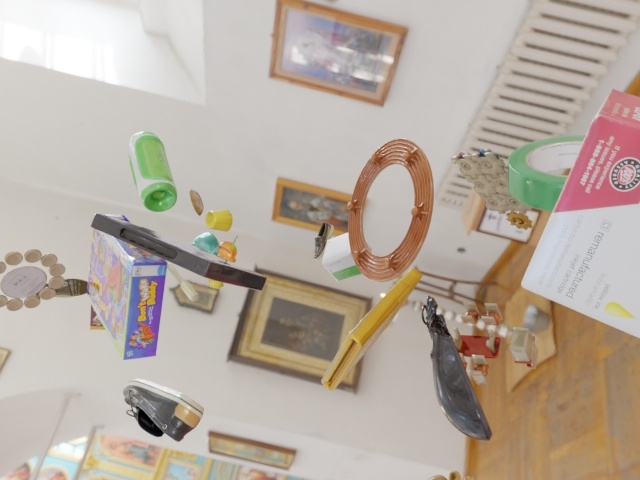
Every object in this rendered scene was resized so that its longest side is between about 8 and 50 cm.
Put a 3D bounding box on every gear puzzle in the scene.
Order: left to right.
[{"bbox_3d":[0.543,-0.149,1.700,0.044,0.339,0.175,-53,27,-19],"label":"gear puzzle"}]

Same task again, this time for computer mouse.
[{"bbox_3d":[0.245,0.258,1.098,0.188,0.072,0.272,56,-166,-54],"label":"computer mouse"}]

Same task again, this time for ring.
[{"bbox_3d":[0.146,-0.072,1.328,0.336,0.032,0.337,-32,53,56],"label":"ring"}]

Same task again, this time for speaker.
[{"bbox_3d":[-0.570,-0.237,1.933,0.131,0.131,0.297,102,150,-47],"label":"speaker"}]

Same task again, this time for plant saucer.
[{"bbox_3d":[-0.364,-0.115,1.692,0.083,0.015,0.084,-18,-90,-86],"label":"plant saucer"}]

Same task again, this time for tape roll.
[{"bbox_3d":[0.620,-0.166,1.382,0.321,0.320,0.077,-74,-23,-59],"label":"tape roll"}]

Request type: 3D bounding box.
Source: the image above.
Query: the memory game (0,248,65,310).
[{"bbox_3d":[-0.684,0.092,1.318,0.012,0.186,0.186,49,141,36],"label":"memory game"}]

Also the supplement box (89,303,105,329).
[{"bbox_3d":[-0.744,0.186,2.037,0.194,0.128,0.192,-107,28,-46],"label":"supplement box"}]

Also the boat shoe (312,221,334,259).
[{"bbox_3d":[0.000,0.000,2.126,0.056,0.049,0.152,-15,46,52],"label":"boat shoe"}]

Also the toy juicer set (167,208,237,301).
[{"bbox_3d":[-0.347,0.072,1.776,0.329,0.089,0.209,-44,61,33],"label":"toy juicer set"}]

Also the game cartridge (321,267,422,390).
[{"bbox_3d":[0.147,0.252,1.619,0.323,0.052,0.285,-38,-19,-38],"label":"game cartridge"}]

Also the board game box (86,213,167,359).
[{"bbox_3d":[-0.477,0.099,1.384,0.347,0.078,0.234,31,115,50],"label":"board game box"}]

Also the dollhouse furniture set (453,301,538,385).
[{"bbox_3d":[0.571,0.355,1.898,0.135,0.258,0.262,54,-133,-39],"label":"dollhouse furniture set"}]

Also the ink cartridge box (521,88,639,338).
[{"bbox_3d":[0.513,0.001,0.761,0.160,0.384,0.280,-37,-34,-52],"label":"ink cartridge box"}]

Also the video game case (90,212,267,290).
[{"bbox_3d":[-0.261,0.027,1.111,0.035,0.248,0.275,-67,-18,-3],"label":"video game case"}]

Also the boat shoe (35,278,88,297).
[{"bbox_3d":[-0.771,0.146,1.710,0.048,0.152,0.056,-17,82,64],"label":"boat shoe"}]

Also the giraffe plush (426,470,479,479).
[{"bbox_3d":[0.342,0.685,1.501,0.170,0.181,0.211,-135,28,-67],"label":"giraffe plush"}]

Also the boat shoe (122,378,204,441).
[{"bbox_3d":[-0.611,0.623,2.099,0.499,0.187,0.156,-3,49,48],"label":"boat shoe"}]

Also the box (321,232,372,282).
[{"bbox_3d":[0.074,0.044,1.587,0.087,0.101,0.102,49,-143,-29],"label":"box"}]
